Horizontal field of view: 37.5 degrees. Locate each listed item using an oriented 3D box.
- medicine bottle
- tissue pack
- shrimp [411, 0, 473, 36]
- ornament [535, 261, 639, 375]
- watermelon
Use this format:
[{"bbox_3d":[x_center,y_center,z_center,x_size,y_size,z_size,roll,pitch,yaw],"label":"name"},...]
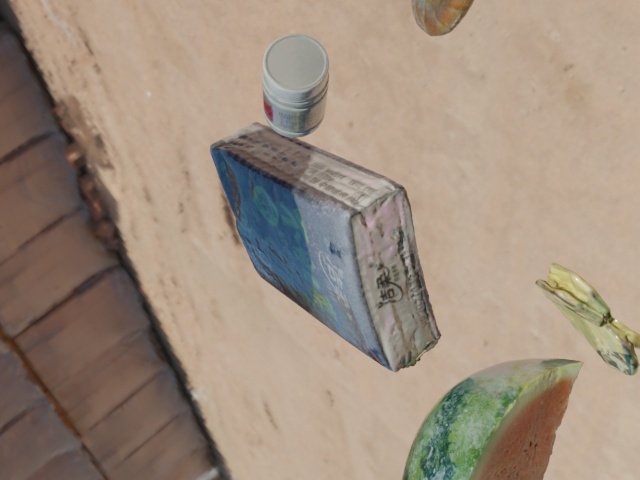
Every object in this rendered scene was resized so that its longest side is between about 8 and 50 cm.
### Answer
[{"bbox_3d":[-0.022,-0.135,0.834,0.058,0.058,0.091,46,165,13],"label":"medicine bottle"},{"bbox_3d":[0.000,0.000,1.452,0.394,0.124,0.288,31,147,51],"label":"tissue pack"},{"bbox_3d":[0.189,-0.406,1.327,0.251,0.052,0.143,-57,48,38],"label":"shrimp"},{"bbox_3d":[0.380,0.102,1.379,0.201,0.059,0.180,43,178,-22],"label":"ornament"},{"bbox_3d":[0.209,0.255,1.207,0.176,0.260,0.256,15,177,-2],"label":"watermelon"}]
